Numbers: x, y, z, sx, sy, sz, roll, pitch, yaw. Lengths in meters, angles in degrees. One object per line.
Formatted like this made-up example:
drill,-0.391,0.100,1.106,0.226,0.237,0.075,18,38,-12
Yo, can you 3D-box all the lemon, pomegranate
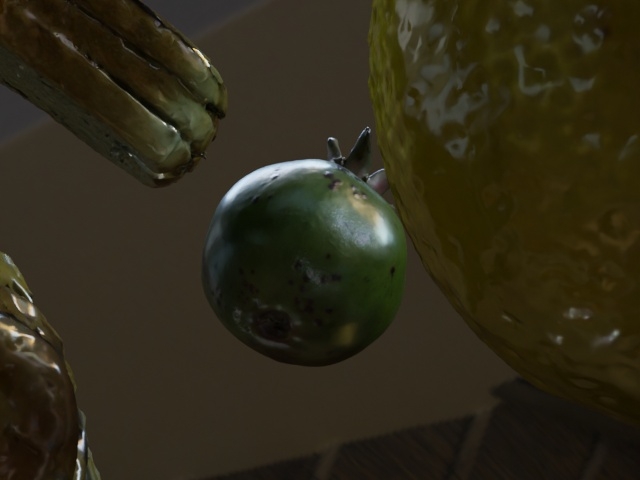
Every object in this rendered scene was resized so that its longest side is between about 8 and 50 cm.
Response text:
lemon,0.173,-0.079,0.649,0.336,0.336,0.336,-9,-117,19
pomegranate,0.000,0.000,1.253,0.181,0.182,0.224,7,-142,26

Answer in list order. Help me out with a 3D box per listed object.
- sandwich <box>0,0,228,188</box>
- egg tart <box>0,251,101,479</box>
sandwich,-0.184,-0.142,1.102,0.249,0.273,0.095,37,-97,-5
egg tart,-0.206,0.090,0.720,0.132,0.297,0.297,-30,-124,35
